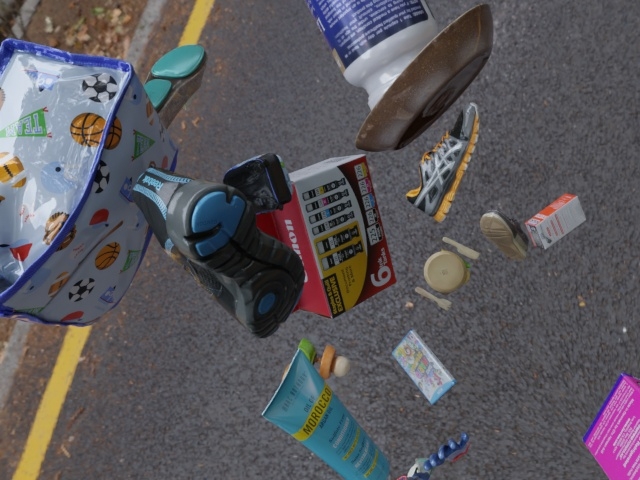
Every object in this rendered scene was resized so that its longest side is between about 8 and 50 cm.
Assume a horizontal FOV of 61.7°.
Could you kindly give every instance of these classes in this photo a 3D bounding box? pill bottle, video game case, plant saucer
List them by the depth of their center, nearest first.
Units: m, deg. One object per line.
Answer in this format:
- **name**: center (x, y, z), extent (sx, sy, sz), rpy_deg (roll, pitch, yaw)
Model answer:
- **plant saucer**: center (0.120, -0.161, 0.582), extent (0.198, 0.198, 0.036), rpy_deg (-44, 84, 6)
- **pill bottle**: center (0.078, -0.321, 0.779), extent (0.153, 0.153, 0.264), rpy_deg (-27, 93, 18)
- **video game case**: center (0.261, 0.323, 1.370), extent (0.166, 0.015, 0.119), rpy_deg (51, 139, 24)

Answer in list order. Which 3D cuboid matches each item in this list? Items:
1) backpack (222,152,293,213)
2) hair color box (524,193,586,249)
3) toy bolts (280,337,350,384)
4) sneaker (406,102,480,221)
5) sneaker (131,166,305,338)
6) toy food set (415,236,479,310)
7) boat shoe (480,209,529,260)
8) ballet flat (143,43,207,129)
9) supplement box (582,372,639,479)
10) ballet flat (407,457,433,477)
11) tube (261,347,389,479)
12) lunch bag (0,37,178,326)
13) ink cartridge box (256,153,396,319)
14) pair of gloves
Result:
- **backpack**: center (-0.113, -0.101, 0.989), extent (0.114, 0.084, 0.105), rpy_deg (-13, 103, 35)
- **hair color box**: center (0.723, -0.059, 1.647), extent (0.167, 0.093, 0.053), rpy_deg (-34, 21, -9)
- **toy bolts**: center (-0.016, 0.435, 1.555), extent (0.159, 0.218, 0.228), rpy_deg (14, 110, 12)
- **sneaker**: center (0.217, -0.138, 0.935), extent (0.083, 0.084, 0.214), rpy_deg (24, 113, 12)
- **sneaker**: center (-0.124, 0.019, 0.739), extent (0.140, 0.340, 0.125), rpy_deg (26, 66, 31)
- **toy food set**: center (0.373, 0.095, 1.584), extent (0.132, 0.038, 0.192), rpy_deg (30, 98, 12)
- **boat shoe**: center (0.632, -0.032, 1.820), extent (0.103, 0.285, 0.092), rpy_deg (5, 63, 48)
- **ballet flat**: center (-0.332, -0.318, 1.166), extent (0.108, 0.106, 0.316), rpy_deg (14, 45, 8)
- **supplement box**: center (0.399, 0.256, 0.574), extent (0.111, 0.220, 0.113), rpy_deg (20, 106, -3)
- **ballet flat**: center (0.302, 0.784, 1.715), extent (0.072, 0.068, 0.213), rpy_deg (-115, 34, -68)
- **tube**: center (0.010, 0.216, 0.611), extent (0.052, 0.207, 0.080), rpy_deg (-7, 42, 40)
- **lunch bag**: center (-0.409, -0.058, 0.861), extent (0.239, 0.328, 0.385), rpy_deg (11, 78, 2)
- **ink cartridge box**: center (0.000, 0.000, 1.173), extent (0.272, 0.309, 0.130), rpy_deg (-26, 18, -32)
- **pair of gloves**: center (0.192, 0.412, 0.955), extent (0.198, 0.159, 0.023), rpy_deg (-41, 57, 4)
